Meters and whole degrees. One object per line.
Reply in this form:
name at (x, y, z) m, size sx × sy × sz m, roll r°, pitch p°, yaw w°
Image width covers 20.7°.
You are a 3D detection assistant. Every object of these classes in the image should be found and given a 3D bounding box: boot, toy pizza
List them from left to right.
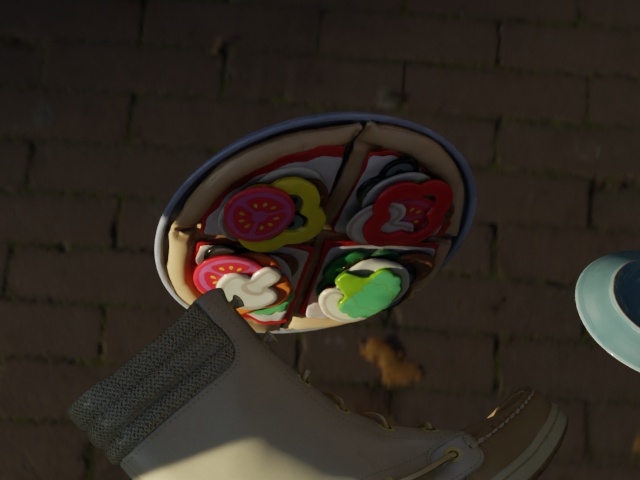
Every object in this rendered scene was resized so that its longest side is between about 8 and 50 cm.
toy pizza at (0.000, 0.000, 1.066) m, size 0.201 × 0.201 × 0.032 m, roll -12°, pitch 51°, yaw -5°
boot at (0.005, 0.103, 0.992) m, size 0.262 × 0.095 × 0.203 m, roll -33°, pitch 77°, yaw -38°

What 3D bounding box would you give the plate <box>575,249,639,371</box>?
plate at (0.343, 0.067, 1.712) m, size 0.188 × 0.024 × 0.188 m, roll 9°, pitch 41°, yaw -8°
